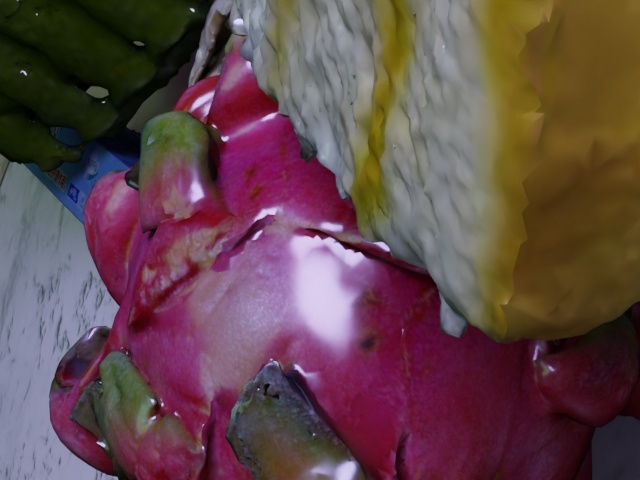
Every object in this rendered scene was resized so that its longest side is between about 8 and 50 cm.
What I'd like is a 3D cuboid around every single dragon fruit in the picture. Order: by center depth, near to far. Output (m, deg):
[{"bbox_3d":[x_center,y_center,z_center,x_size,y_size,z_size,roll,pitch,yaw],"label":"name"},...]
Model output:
[{"bbox_3d":[0.017,0.058,0.674,0.198,0.218,0.272,110,163,-76],"label":"dragon fruit"}]

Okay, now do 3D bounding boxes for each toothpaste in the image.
[{"bbox_3d":[-0.116,-0.028,1.197,0.272,0.066,0.053,37,109,63],"label":"toothpaste"}]

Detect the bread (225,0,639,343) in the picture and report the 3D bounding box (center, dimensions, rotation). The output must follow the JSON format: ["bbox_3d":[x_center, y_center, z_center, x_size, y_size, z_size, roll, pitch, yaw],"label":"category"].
[{"bbox_3d":[0.086,-0.166,0.559,0.395,0.239,0.264,-118,22,-58],"label":"bread"}]

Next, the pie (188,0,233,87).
[{"bbox_3d":[0.001,0.000,0.916,0.339,0.077,0.339,-29,56,54],"label":"pie"}]

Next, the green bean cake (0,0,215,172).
[{"bbox_3d":[-0.129,-0.243,1.157,0.335,0.218,0.319,-37,24,50],"label":"green bean cake"}]
